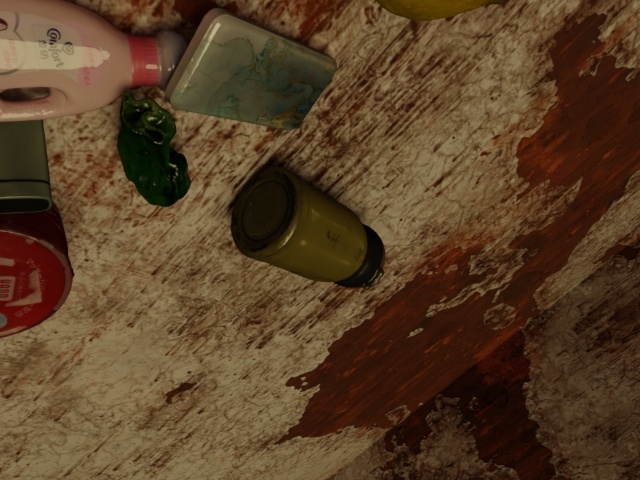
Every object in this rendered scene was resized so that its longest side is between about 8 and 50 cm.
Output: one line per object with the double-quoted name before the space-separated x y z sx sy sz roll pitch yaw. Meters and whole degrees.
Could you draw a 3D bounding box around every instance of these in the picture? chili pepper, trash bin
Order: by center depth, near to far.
"trash bin" -0.420 -0.104 0.695 0.116 0.130 0.059 -5 164 -29
"chili pepper" -0.247 -0.128 0.782 0.083 0.099 0.253 -59 178 -19

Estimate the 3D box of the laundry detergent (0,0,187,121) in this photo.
"laundry detergent" -0.335 -0.222 0.661 0.335 0.088 0.159 -8 134 -27

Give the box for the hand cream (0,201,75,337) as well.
"hand cream" -0.490 0.022 0.783 0.230 0.149 0.230 -16 137 -16

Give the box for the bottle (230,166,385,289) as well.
"bottle" 0.000 0.000 1.060 0.171 0.171 0.351 -43 142 16

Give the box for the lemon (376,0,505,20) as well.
"lemon" 0.138 -0.409 0.653 0.228 0.228 0.253 -22 124 -10

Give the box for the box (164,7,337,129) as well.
"box" -0.089 -0.236 0.780 0.285 0.044 0.142 -6 138 -57
